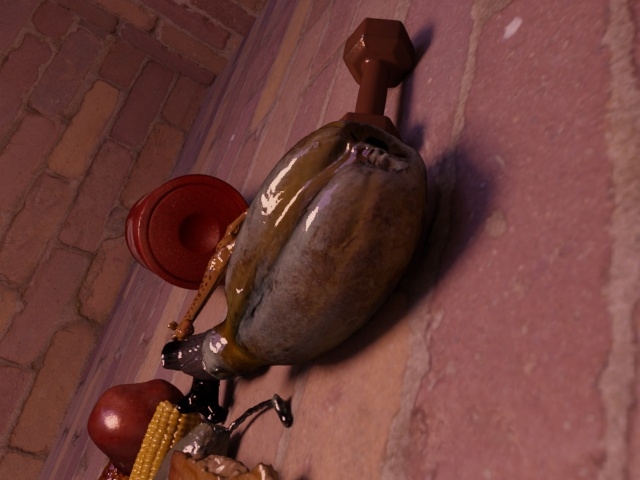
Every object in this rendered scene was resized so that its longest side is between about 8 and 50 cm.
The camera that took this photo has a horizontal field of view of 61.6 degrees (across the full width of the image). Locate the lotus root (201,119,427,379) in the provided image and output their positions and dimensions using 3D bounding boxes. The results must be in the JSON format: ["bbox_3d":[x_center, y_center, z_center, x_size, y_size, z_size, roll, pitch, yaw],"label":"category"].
[{"bbox_3d":[-0.012,0.034,0.529,0.322,0.140,0.158,-57,47,32],"label":"lotus root"}]

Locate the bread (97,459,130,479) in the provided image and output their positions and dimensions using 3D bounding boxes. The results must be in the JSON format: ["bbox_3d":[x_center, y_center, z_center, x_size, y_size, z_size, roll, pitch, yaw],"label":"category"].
[{"bbox_3d":[-0.378,0.446,0.980,0.193,0.064,0.193,-52,22,31],"label":"bread"}]

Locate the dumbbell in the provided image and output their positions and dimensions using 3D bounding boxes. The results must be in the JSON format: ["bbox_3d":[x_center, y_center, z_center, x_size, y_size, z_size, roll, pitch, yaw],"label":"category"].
[{"bbox_3d":[0.062,-0.172,0.647,0.082,0.092,0.231,-9,52,28],"label":"dumbbell"}]

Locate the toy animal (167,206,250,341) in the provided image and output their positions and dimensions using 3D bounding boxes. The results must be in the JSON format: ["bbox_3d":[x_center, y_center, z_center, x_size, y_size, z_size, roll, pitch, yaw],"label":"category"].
[{"bbox_3d":[-0.151,0.040,0.860,0.275,0.054,0.149,-51,24,-11],"label":"toy animal"}]

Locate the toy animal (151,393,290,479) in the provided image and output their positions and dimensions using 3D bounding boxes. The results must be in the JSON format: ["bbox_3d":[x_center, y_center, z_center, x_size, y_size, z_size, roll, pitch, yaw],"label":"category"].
[{"bbox_3d":[-0.122,0.250,0.639,0.253,0.070,0.079,-43,63,17],"label":"toy animal"}]

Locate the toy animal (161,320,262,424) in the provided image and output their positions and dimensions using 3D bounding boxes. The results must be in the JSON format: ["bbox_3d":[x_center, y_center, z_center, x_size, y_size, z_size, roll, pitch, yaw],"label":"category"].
[{"bbox_3d":[-0.132,0.133,0.705,0.210,0.117,0.121,-50,19,35],"label":"toy animal"}]

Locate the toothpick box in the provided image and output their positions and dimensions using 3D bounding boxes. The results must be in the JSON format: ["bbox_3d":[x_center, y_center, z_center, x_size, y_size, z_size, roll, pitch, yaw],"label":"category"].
[{"bbox_3d":[-0.273,-0.017,1.066,0.333,0.204,0.204,2,67,67],"label":"toothpick box"}]

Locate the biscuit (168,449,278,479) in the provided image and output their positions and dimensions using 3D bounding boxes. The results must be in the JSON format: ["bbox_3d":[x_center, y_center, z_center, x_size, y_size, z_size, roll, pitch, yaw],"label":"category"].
[{"bbox_3d":[-0.093,0.268,0.521,0.176,0.031,0.228,-61,37,11],"label":"biscuit"}]

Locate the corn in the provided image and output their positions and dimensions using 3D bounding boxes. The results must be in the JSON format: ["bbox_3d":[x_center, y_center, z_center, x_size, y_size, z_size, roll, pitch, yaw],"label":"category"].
[{"bbox_3d":[-0.222,0.344,0.714,0.081,0.081,0.248,-27,43,56],"label":"corn"}]

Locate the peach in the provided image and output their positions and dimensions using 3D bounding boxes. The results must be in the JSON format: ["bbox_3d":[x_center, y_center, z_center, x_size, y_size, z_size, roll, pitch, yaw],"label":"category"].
[{"bbox_3d":[-0.275,0.291,0.828,0.152,0.152,0.152,-48,27,34],"label":"peach"}]
